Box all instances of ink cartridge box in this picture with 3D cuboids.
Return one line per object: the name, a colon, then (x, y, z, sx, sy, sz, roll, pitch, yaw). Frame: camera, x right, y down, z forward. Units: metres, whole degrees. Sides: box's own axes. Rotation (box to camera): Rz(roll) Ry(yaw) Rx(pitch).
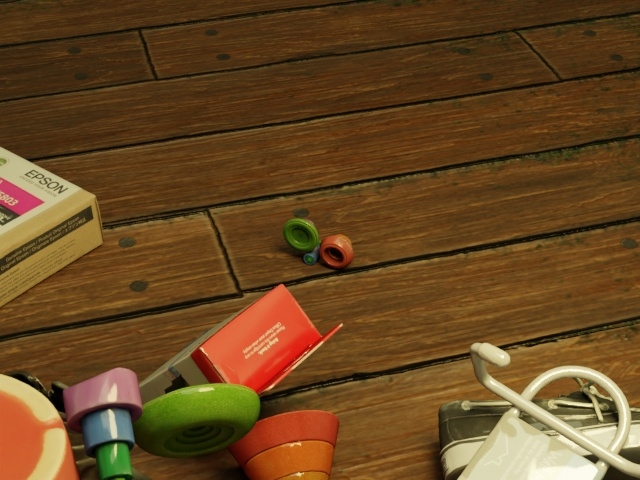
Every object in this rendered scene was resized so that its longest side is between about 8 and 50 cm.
ink cartridge box: (-0.446, -0.027, 1.531, 0.235, 0.088, 0.193, 24, 44, 30)
ink cartridge box: (-0.094, 0.129, 1.212, 0.134, 0.231, 0.078, -38, 93, -40)

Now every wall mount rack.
wall mount rack: (0.211, 0.258, 1.030, 0.304, 0.130, 0.350, 29, 69, 26)

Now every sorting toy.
sorting toy: (-0.094, 0.220, 1.071, 0.127, 0.366, 0.126, -29, 59, 23)
sorting toy: (0.000, 0.000, 1.518, 0.102, 0.061, 0.042, 31, 41, 3)

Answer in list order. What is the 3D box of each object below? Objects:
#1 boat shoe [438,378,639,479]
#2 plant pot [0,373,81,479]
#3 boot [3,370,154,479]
boat shoe: (0.278, 0.201, 1.203, 0.306, 0.113, 0.104, -7, 54, 6)
plant pot: (-0.316, 0.265, 0.990, 0.275, 0.243, 0.275, 5, 34, -3)
boot: (-0.224, 0.227, 1.128, 0.247, 0.161, 0.083, 15, 40, 19)
